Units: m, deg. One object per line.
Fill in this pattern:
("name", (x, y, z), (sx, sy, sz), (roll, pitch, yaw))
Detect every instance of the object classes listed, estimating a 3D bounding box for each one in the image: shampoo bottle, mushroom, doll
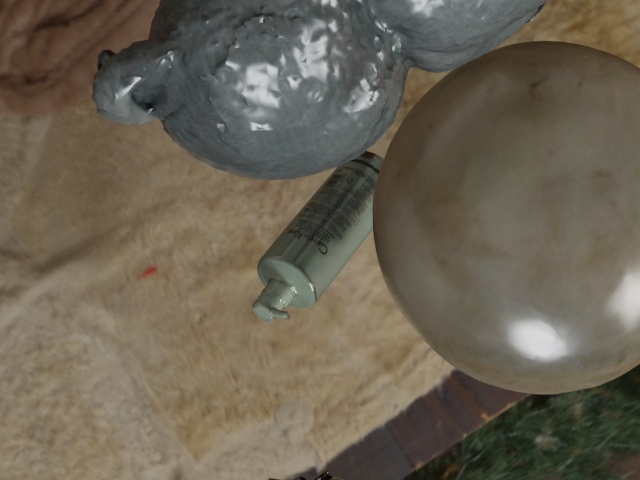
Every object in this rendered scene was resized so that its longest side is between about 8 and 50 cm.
("shampoo bottle", (0.000, 0.000, 1.307), (0.085, 0.085, 0.262), (32, 55, 11))
("mushroom", (0.227, -0.024, 1.140), (0.362, 0.294, 0.362), (-1, 94, -10))
("doll", (0.046, -0.165, 0.560), (0.340, 0.246, 0.158), (-41, 70, 12))

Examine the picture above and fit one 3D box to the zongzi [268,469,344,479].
("zongzi", (-0.064, 0.389, 0.756), (0.403, 0.432, 0.208), (-44, 101, 1))
